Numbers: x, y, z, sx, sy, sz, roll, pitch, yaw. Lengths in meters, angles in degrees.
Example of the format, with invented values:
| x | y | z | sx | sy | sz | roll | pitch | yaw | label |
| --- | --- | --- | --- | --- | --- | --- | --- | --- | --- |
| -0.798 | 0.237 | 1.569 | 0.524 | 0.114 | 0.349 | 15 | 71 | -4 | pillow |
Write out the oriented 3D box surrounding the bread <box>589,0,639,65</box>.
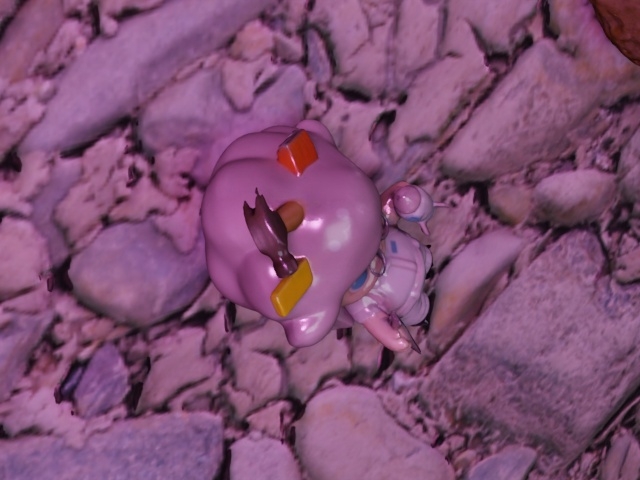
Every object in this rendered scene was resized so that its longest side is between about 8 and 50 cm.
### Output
| x | y | z | sx | sy | sz | roll | pitch | yaw | label |
| --- | --- | --- | --- | --- | --- | --- | --- | --- | --- |
| 0.282 | -0.204 | 1.122 | 0.230 | 0.123 | 0.230 | -23 | 131 | -30 | bread |

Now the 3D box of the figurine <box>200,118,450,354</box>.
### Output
| x | y | z | sx | sy | sz | roll | pitch | yaw | label |
| --- | --- | --- | --- | --- | --- | --- | --- | --- | --- |
| 0.000 | 0.000 | 1.003 | 0.229 | 0.112 | 0.137 | 25 | 69 | -54 | figurine |
